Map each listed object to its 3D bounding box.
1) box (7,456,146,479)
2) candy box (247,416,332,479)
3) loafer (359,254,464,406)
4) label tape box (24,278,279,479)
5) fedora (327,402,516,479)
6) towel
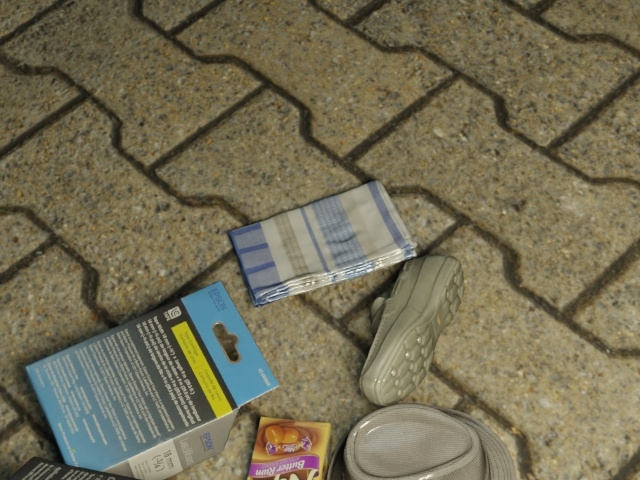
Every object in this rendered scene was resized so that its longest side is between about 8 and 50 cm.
[{"bbox_3d":[-0.315,0.457,1.838,0.312,0.179,0.343,8,18,15],"label":"box"},{"bbox_3d":[-0.050,0.354,2.063,0.109,0.053,0.187,4,53,10],"label":"candy box"},{"bbox_3d":[0.125,0.136,2.169,0.111,0.112,0.319,5,36,27],"label":"loafer"},{"bbox_3d":[-0.252,0.236,2.151,0.333,0.106,0.241,-23,52,-11],"label":"label tape box"},{"bbox_3d":[0.143,0.318,2.017,0.275,0.124,0.244,2,52,10],"label":"fedora"},{"bbox_3d":[0.000,0.000,2.329,0.285,0.034,0.209,-18,40,-4],"label":"towel"}]
